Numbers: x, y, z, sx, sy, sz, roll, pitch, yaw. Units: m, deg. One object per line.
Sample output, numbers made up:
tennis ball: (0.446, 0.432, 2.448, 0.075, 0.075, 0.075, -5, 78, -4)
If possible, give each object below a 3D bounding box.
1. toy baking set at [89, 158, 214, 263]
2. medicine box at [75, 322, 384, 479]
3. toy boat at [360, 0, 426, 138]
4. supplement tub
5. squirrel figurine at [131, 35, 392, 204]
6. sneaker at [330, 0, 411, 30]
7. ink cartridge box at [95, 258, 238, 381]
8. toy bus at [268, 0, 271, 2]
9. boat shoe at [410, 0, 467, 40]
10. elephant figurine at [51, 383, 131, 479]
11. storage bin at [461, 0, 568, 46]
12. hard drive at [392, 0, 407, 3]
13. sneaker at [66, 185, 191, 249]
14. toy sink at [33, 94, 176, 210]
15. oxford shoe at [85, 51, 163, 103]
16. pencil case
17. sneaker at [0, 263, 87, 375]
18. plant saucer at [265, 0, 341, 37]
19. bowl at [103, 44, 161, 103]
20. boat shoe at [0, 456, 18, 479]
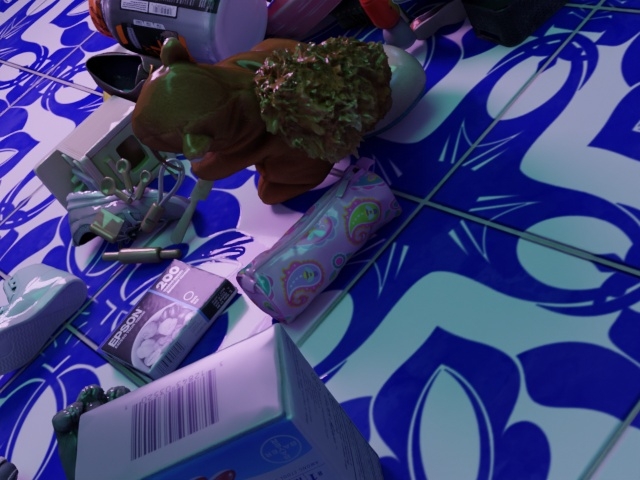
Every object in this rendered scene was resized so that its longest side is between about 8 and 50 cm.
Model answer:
toy baking set: (-0.318, -0.053, 1.698, 0.256, 0.030, 0.197, 2, 93, 20)
medicine box: (-0.090, 0.280, 1.063, 0.263, 0.289, 0.149, -26, 36, 9)
toy boat: (0.099, -0.311, 1.701, 0.267, 0.148, 0.318, -4, 59, 38)
supplement tub: (-0.297, -0.476, 1.906, 0.337, 0.207, 0.207, 16, 57, 25)
squirrel figurine: (-0.092, -0.224, 1.459, 0.396, 0.370, 0.281, -11, 84, 34)
sneaker: (0.102, -0.470, 1.924, 0.118, 0.083, 0.222, -42, 36, 7)
ink cartridge box: (-0.272, 0.127, 1.559, 0.208, 0.045, 0.206, 14, 58, 45)
toy bus: (-0.229, -0.567, 2.102, 0.149, 0.211, 0.220, -53, 12, 9)
boat shoe: (0.238, -0.442, 1.810, 0.137, 0.049, 0.043, -29, 35, 13)
elephant figurine: (-0.261, 0.287, 1.274, 0.169, 0.186, 0.239, -32, 22, -36)
storage bin: (0.365, -0.451, 1.698, 0.180, 0.084, 0.122, -42, 38, -10)
hard drive: (0.235, -0.513, 1.776, 0.203, 0.040, 0.307, -17, 16, 11)
sneaker: (-0.366, -0.038, 1.789, 0.281, 0.105, 0.115, -3, 82, 26)
toy sink: (-0.441, -0.159, 1.900, 0.234, 0.153, 0.131, -46, 40, -17)
oxford shoe: (-0.317, -0.312, 1.912, 0.363, 0.132, 0.130, 13, 91, 14)
pencil case: (0.000, 0.000, 1.442, 0.284, 0.124, 0.124, -45, 39, -13)
sneaker: (-0.568, 0.144, 1.708, 0.151, 0.094, 0.256, 21, 52, 40)
plant saucer: (0.004, -0.557, 1.996, 0.332, 0.084, 0.332, -41, 18, 17)
bowl: (-0.388, -0.379, 2.097, 0.289, 0.156, 0.290, -19, 40, 17)
boat shoe: (-0.491, 0.461, 1.339, 0.099, 0.116, 0.319, 17, 38, -7)
